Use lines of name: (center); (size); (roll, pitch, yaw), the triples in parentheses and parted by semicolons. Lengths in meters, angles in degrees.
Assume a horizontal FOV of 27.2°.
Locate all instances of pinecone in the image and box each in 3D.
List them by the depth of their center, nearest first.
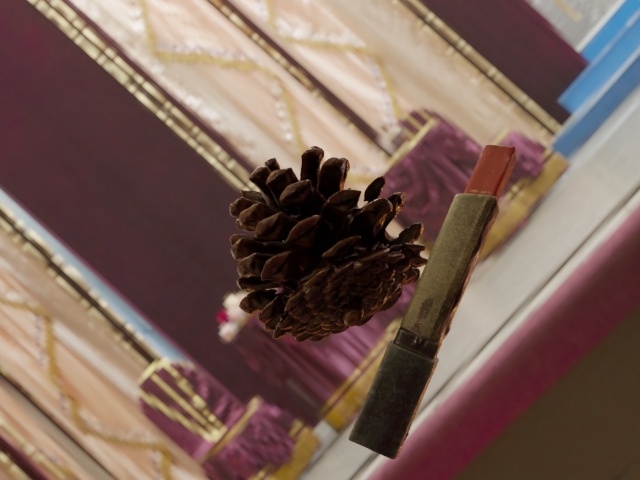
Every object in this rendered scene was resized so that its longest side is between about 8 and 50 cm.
pinecone: (0.000, 0.000, 1.318); (0.208, 0.208, 0.208); (-48, -3, -4)

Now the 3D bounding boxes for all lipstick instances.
lipstick: (0.111, 0.052, 1.251); (0.051, 0.051, 0.312); (11, -78, -78)
